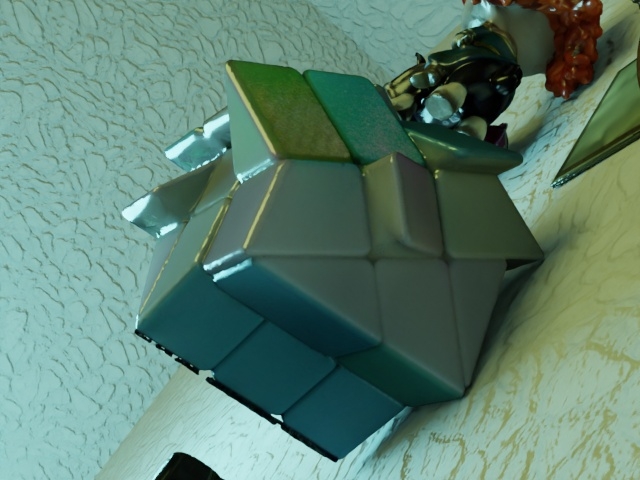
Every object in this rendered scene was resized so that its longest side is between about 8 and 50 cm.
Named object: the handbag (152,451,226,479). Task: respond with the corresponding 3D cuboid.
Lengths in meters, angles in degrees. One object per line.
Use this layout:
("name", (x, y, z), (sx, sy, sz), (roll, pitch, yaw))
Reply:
("handbag", (-0.148, 0.323, 1.048), (0.254, 0.211, 0.089), (-47, 38, 11))

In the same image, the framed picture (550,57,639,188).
("framed picture", (0.364, -0.167, 1.262), (0.231, 0.010, 0.173), (-53, 9, -31))

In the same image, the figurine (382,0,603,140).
("figurine", (0.244, -0.268, 1.560), (0.412, 0.241, 0.306), (-45, 4, -6))

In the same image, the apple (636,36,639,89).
("apple", (0.326, -0.145, 0.775), (0.181, 0.181, 0.168), (-65, -7, -65))

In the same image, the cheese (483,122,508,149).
("cheese", (0.222, -0.117, 1.642), (0.155, 0.062, 0.244), (-48, 6, -4))

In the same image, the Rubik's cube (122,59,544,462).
("Rubik's cube", (0.000, 0.000, 1.133), (0.358, 0.387, 0.368), (-23, 37, 52))

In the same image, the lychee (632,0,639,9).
("lychee", (0.405, -0.308, 1.141), (0.194, 0.194, 0.194), (-48, 7, 8))
